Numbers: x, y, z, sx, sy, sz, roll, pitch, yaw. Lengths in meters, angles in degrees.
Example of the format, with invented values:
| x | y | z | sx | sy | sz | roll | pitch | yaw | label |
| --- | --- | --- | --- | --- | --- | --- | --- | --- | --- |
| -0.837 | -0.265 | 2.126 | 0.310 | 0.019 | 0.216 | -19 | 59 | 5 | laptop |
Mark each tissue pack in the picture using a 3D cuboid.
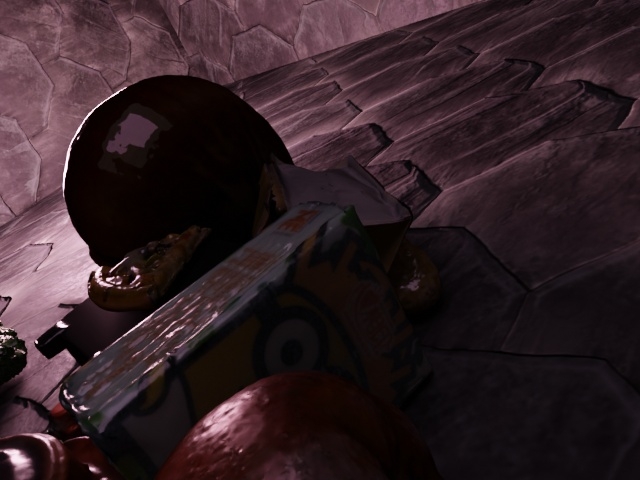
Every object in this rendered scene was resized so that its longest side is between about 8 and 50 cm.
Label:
| x | y | z | sx | sy | sz | roll | pitch | yaw | label |
| --- | --- | --- | --- | --- | --- | --- | --- | --- | --- |
| -0.052 | 0.136 | 0.593 | 0.311 | 0.228 | 0.128 | -40 | 26 | -26 | tissue pack |

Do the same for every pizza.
| x | y | z | sx | sy | sz | roll | pitch | yaw | label |
| --- | --- | --- | --- | --- | --- | --- | --- | --- | --- |
| -0.205 | 0.029 | 0.755 | 0.176 | 0.036 | 0.185 | -36 | 27 | -19 | pizza |

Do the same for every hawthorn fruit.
| x | y | z | sx | sy | sz | roll | pitch | yaw | label |
| --- | --- | --- | --- | --- | --- | --- | --- | --- | --- |
| -0.022 | 0.209 | 0.400 | 0.263 | 0.235 | 0.231 | -13 | -4 | -4 | hawthorn fruit |

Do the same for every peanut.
| x | y | z | sx | sy | sz | roll | pitch | yaw | label |
| --- | --- | --- | --- | --- | --- | --- | --- | --- | --- |
| 0.100 | 0.032 | 0.816 | 0.089 | 0.089 | 0.193 | -29 | 25 | -4 | peanut |

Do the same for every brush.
| x | y | z | sx | sy | sz | roll | pitch | yaw | label |
| --- | --- | --- | --- | --- | --- | --- | --- | --- | --- |
| -0.323 | 0.223 | 0.908 | 0.323 | 0.051 | 0.070 | -42 | 31 | -29 | brush |

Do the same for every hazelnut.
| x | y | z | sx | sy | sz | roll | pitch | yaw | label |
| --- | --- | --- | --- | --- | --- | --- | --- | --- | --- |
| -0.263 | -0.121 | 1.143 | 0.402 | 0.402 | 0.429 | -1 | 24 | 45 | hazelnut |

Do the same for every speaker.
| x | y | z | sx | sy | sz | roll | pitch | yaw | label |
| --- | --- | --- | --- | --- | --- | --- | --- | --- | --- |
| -0.192 | 0.136 | 0.793 | 0.254 | 0.184 | 0.232 | -43 | 29 | -26 | speaker |

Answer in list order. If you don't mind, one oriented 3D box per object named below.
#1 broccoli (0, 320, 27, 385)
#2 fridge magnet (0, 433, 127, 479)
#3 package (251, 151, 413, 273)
| x | y | z | sx | sy | sz | roll | pitch | yaw | label |
| --- | --- | --- | --- | --- | --- | --- | --- | --- | --- |
| -0.710 | 0.197 | 1.144 | 0.295 | 0.245 | 0.265 | 21 | 28 | 29 | broccoli |
| -0.331 | 0.331 | 0.575 | 0.364 | 0.155 | 0.363 | -23 | 25 | 11 | fridge magnet |
| -0.028 | -0.014 | 0.845 | 0.311 | 0.165 | 0.221 | -114 | 45 | -67 | package |
